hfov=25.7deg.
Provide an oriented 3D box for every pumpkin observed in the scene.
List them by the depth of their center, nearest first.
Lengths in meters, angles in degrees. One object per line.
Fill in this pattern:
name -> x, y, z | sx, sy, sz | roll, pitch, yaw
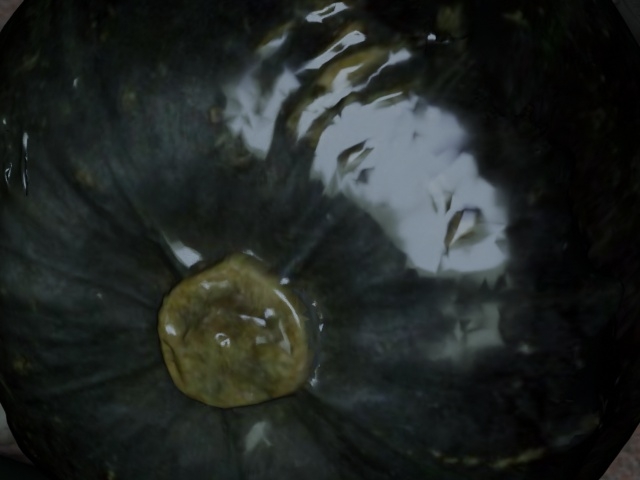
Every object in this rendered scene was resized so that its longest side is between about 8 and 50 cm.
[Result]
pumpkin -> 0.000, 0.000, 0.849 | 0.454, 0.344, 0.455 | 6, 113, 14

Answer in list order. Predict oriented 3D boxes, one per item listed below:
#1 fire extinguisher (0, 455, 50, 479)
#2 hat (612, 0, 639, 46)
fire extinguisher -> -0.134, 0.230, 1.023 | 0.311, 0.114, 0.095 | 18, 139, -1
hat -> 0.235, -0.170, 0.858 | 0.161, 0.275, 0.232 | -24, 111, 31
